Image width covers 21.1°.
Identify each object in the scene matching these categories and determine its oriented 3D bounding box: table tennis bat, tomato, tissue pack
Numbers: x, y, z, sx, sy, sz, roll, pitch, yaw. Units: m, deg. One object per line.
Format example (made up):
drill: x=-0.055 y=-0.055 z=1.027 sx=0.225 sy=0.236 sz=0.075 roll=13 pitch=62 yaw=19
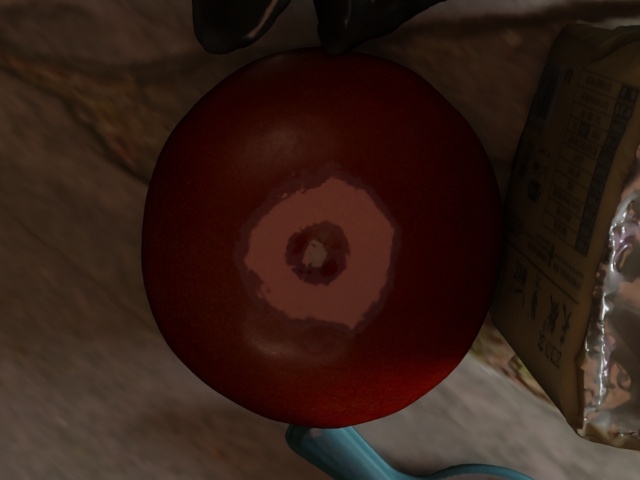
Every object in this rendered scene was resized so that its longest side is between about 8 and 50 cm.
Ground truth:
table tennis bat: x=0.061 y=0.161 z=0.951 sx=0.201 sy=0.033 sz=0.124 roll=42 pitch=97 yaw=-8
tomato: x=0.000 y=0.000 z=0.875 sx=0.195 sy=0.136 sz=0.195 roll=1 pitch=98 yaw=4
tissue pack: x=0.150 y=-0.012 z=0.822 sx=0.090 sy=0.222 sz=0.186 roll=10 pitch=97 yaw=-7

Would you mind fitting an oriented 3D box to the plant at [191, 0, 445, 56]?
plant: x=0.036 y=-0.208 z=0.806 sx=0.276 sy=0.188 sz=0.198 roll=-15 pitch=79 yaw=0
